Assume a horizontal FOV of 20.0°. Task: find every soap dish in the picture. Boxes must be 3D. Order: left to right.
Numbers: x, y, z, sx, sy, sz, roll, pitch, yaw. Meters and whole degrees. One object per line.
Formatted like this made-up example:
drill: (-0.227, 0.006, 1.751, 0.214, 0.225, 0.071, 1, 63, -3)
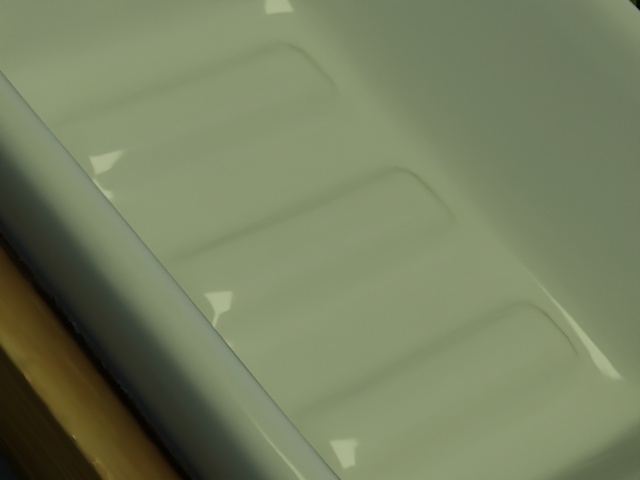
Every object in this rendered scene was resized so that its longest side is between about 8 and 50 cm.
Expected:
soap dish: (0.000, 0.000, 0.503, 0.229, 0.118, 0.291, -24, 63, -37)

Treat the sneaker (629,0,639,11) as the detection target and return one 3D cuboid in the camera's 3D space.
sneaker: (0.242, -0.027, 0.700, 0.295, 0.109, 0.123, 41, 43, 14)
